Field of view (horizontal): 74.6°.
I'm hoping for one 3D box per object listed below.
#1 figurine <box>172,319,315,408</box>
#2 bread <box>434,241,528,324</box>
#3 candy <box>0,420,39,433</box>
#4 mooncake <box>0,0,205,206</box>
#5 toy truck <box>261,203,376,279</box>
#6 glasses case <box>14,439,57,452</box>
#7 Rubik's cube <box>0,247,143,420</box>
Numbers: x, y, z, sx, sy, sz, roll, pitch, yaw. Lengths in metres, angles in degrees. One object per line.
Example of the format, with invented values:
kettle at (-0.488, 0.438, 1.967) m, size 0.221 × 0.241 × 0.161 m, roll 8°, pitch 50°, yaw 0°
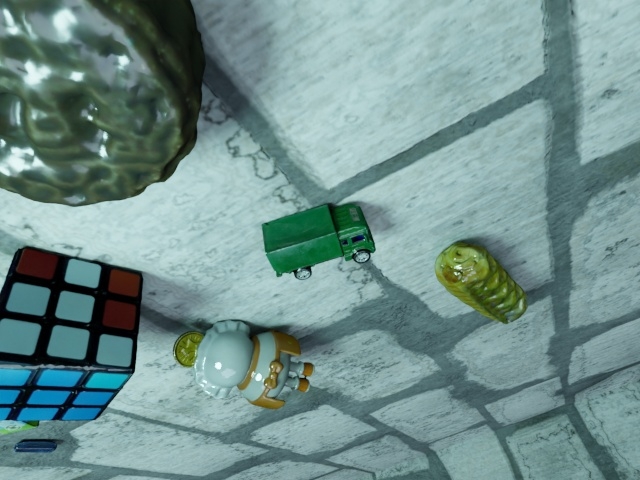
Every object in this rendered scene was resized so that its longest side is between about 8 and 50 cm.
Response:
figurine at (-0.129, 0.224, 0.760) m, size 0.143 × 0.143 × 0.271 m, roll -37°, pitch 138°, yaw 24°
bread at (0.296, 0.080, 0.769) m, size 0.269 × 0.098 × 0.087 m, roll 32°, pitch 79°, yaw -43°
candy at (-0.519, 0.225, 0.660) m, size 0.062 × 0.097 × 0.195 m, roll -11°, pitch 140°, yaw 0°
mooncake at (-0.205, -0.128, 0.325) m, size 0.227 × 0.124 × 0.228 m, roll -9°, pitch 142°, yaw -7°
toy truck at (0.000, 0.000, 0.591) m, size 0.147 × 0.065 × 0.079 m, roll -16°, pitch 138°, yaw 2°
glasses case at (-0.653, 0.471, 0.964) m, size 0.083 × 0.023 × 0.033 m, roll 21°, pitch 134°, yaw -34°
Rubik's cube at (-0.345, 0.132, 0.555) m, size 0.162 × 0.163 × 0.160 m, roll 20°, pitch 129°, yaw -34°
